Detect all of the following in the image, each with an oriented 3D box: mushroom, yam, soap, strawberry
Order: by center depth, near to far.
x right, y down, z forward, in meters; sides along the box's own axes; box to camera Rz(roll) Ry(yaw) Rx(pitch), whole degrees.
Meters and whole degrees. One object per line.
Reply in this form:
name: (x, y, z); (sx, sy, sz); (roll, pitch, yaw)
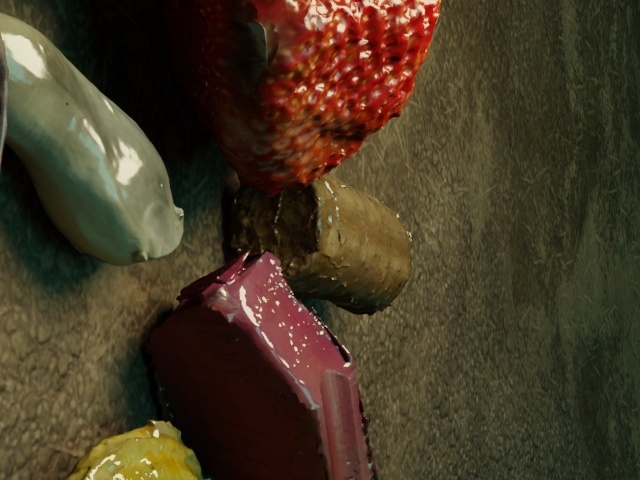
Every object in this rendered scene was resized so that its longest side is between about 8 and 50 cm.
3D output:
mushroom: (-0.214, -0.085, 1.423); (0.351, 0.097, 0.109); (53, 45, -45)
strawberry: (-0.023, -0.195, 1.599); (0.351, 0.267, 0.312); (-61, 150, -76)
soap: (-0.057, 0.145, 1.636); (0.112, 0.182, 0.289); (-52, 139, -51)
yam: (0.001, -0.001, 1.822); (0.128, 0.129, 0.238); (-60, 155, 5)

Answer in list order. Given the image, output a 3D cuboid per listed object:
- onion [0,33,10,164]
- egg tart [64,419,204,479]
onion: (-0.314, -0.087, 1.197); (0.247, 0.111, 0.250); (68, 28, -54)
egg tart: (-0.138, 0.332, 1.506); (0.341, 0.132, 0.341); (0, 90, -65)
